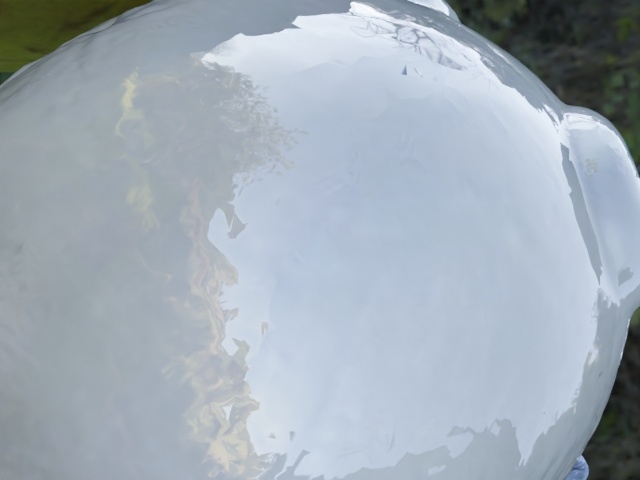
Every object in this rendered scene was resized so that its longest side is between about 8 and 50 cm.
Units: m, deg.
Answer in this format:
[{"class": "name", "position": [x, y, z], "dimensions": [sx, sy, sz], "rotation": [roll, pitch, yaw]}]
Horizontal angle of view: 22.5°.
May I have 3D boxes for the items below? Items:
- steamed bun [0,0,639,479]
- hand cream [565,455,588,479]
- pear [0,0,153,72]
[{"class": "steamed bun", "position": [0.000, 0.000, 0.422], "dimensions": [0.177, 0.228, 0.130], "rotation": [43, -58, 19]}, {"class": "hand cream", "position": [0.143, 0.132, 0.938], "dimensions": [0.019, 0.030, 0.093], "rotation": [67, 12, 17]}, {"class": "pear", "position": [-0.096, -0.197, 0.553], "dimensions": [0.283, 0.284, 0.283], "rotation": [165, -90, -88]}]
